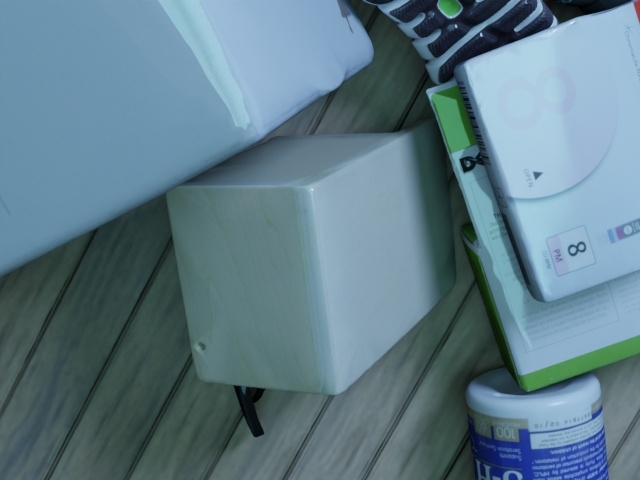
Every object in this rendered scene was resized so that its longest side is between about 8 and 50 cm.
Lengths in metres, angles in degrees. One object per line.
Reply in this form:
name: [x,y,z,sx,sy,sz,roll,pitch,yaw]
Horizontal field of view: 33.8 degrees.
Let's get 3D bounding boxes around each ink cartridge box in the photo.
ink cartridge box: [0.206,-0.033,0.856,0.189,0.097,0.255,-19,99,2]
ink cartridge box: [0.236,-0.081,0.774,0.232,0.066,0.189,-20,98,4]

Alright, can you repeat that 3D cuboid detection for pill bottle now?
pill bottle: [0.186,0.207,0.888,0.112,0.112,0.186,-8,99,0]

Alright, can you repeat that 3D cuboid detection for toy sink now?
toy sink: [0.000,0.000,0.824,0.131,0.234,0.152,2,109,28]

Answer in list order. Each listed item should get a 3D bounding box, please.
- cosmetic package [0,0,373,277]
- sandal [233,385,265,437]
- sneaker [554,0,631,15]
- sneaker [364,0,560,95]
cosmetic package: [-0.229,-0.149,0.674,0.394,0.329,0.327,-26,99,18]
sandal: [-0.060,0.080,0.890,0.040,0.067,0.179,-10,97,-11]
sneaker: [0.218,-0.310,0.803,0.106,0.101,0.267,10,99,-14]
sneaker: [0.094,-0.209,0.828,0.106,0.162,0.281,-35,134,16]
